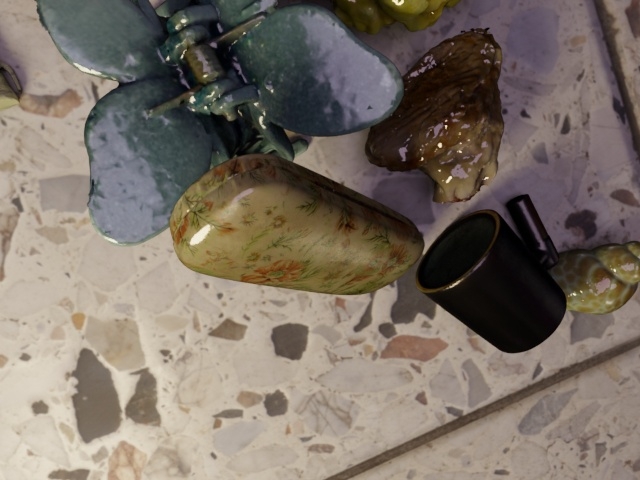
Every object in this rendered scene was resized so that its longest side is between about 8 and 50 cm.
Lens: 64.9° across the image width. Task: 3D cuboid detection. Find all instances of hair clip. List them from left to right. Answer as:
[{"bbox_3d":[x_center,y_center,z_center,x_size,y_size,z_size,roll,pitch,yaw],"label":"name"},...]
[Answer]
[{"bbox_3d":[-0.147,-0.216,0.668,0.392,0.238,0.318,-29,98,-2],"label":"hair clip"}]

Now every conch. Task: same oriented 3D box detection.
[{"bbox_3d":[0.461,0.066,0.841,0.173,0.106,0.116,-4,79,8],"label":"conch"}]

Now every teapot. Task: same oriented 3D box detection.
[{"bbox_3d":[-0.476,-0.232,0.727,0.067,0.057,0.083,-26,97,-40],"label":"teapot"}]

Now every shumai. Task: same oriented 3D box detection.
[{"bbox_3d":[0.192,-0.171,0.771,0.185,0.184,0.218,35,79,-44],"label":"shumai"}]

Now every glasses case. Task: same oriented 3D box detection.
[{"bbox_3d":[0.000,0.000,0.655,0.156,0.425,0.098,-38,62,23],"label":"glasses case"}]

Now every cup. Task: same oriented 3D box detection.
[{"bbox_3d":[0.295,0.042,0.788,0.177,0.166,0.239,41,93,-13],"label":"cup"}]

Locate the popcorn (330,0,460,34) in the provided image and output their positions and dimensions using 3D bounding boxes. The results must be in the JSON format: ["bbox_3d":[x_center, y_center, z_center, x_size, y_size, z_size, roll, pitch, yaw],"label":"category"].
[{"bbox_3d":[0.109,-0.409,0.680,0.242,0.235,0.250,42,70,16],"label":"popcorn"}]
